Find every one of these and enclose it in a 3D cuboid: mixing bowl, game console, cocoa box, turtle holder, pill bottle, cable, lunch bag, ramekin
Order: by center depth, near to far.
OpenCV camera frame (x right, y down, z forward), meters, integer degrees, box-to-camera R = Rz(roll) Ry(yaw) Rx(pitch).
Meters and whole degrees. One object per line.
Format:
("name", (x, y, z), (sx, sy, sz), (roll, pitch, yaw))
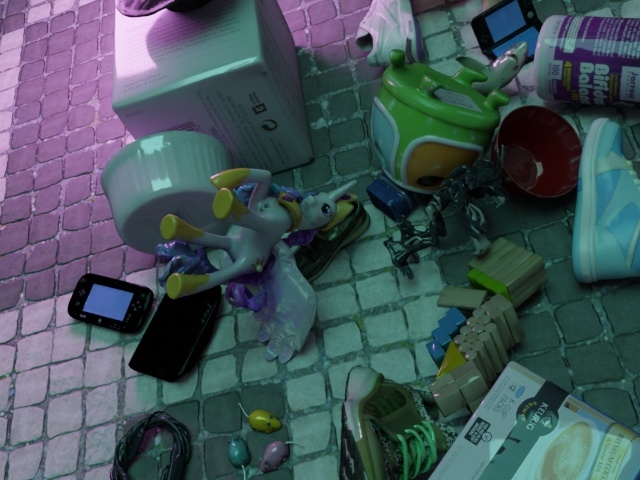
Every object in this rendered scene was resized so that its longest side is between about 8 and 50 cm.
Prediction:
("cocoa box", (0.284, 0.398, 1.171), (0.228, 0.231, 0.347), (29, 72, 33))
("cable", (-0.313, 0.403, 1.521), (0.150, 0.047, 0.185), (-8, 58, 22))
("mixing bowl", (0.390, -0.151, 1.563), (0.181, 0.098, 0.182), (5, 72, -16))
("pill bottle", (0.577, -0.340, 1.595), (0.301, 0.169, 0.169), (11, 62, 27))
("turtle holder", (0.192, -0.236, 1.625), (0.320, 0.243, 0.228), (40, 122, 37))
("lunch bag", (0.143, -0.091, 1.657), (0.065, 0.067, 0.098), (-41, 52, -9))
("ramekin", (-0.300, -0.087, 1.702), (0.277, 0.277, 0.135), (-21, 61, 6))
("game console", (-0.377, 0.157, 1.705), (0.361, 0.044, 0.213), (10, 62, 27))
("game console", (0.417, -0.449, 1.786), (0.144, 0.124, 0.085), (-30, 26, -1))

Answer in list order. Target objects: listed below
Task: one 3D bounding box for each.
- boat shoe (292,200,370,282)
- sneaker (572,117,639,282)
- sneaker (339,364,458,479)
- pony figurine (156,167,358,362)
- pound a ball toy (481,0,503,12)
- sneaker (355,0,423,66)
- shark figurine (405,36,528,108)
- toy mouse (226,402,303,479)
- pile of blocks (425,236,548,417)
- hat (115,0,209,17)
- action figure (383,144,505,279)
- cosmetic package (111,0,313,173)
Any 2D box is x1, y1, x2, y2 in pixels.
("boat shoe", (0.001, 0.000, 1.645), (0.223, 0.073, 0.080), (-41, 56, -7))
("sneaker", (0.558, -0.070, 1.452), (0.208, 0.127, 0.319), (2, 68, 24))
("sneaker", (0.122, 0.299, 1.258), (0.181, 0.158, 0.410), (1, 15, 5))
("pony figurine", (-0.118, 0.018, 1.501), (0.303, 0.363, 0.351), (50, 120, 29))
("pound a ball toy", (0.258, -0.638, 1.846), (0.136, 0.319, 0.208), (-63, 33, 23))
("sneaker", (0.144, -0.522, 1.915), (0.152, 0.114, 0.305), (-14, 54, 10))
("shark figurine", (0.303, -0.349, 1.755), (0.278, 0.166, 0.116), (10, 28, 25))
("toy mouse", (-0.115, 0.368, 1.470), (0.161, 0.031, 0.143), (12, 63, 27))
("pile of blocks", (0.271, 0.160, 1.415), (0.148, 0.113, 0.362), (6, 47, 39))
("hat", (-0.263, -0.557, 1.670), (0.331, 0.134, 0.332), (-18, 57, 30))
("action figure", (0.252, -0.047, 1.507), (0.275, 0.141, 0.164), (-40, 6, 29))
("cosmetic package", (-0.235, -0.368, 1.822), (0.327, 0.329, 0.394), (-16, 54, 10))
